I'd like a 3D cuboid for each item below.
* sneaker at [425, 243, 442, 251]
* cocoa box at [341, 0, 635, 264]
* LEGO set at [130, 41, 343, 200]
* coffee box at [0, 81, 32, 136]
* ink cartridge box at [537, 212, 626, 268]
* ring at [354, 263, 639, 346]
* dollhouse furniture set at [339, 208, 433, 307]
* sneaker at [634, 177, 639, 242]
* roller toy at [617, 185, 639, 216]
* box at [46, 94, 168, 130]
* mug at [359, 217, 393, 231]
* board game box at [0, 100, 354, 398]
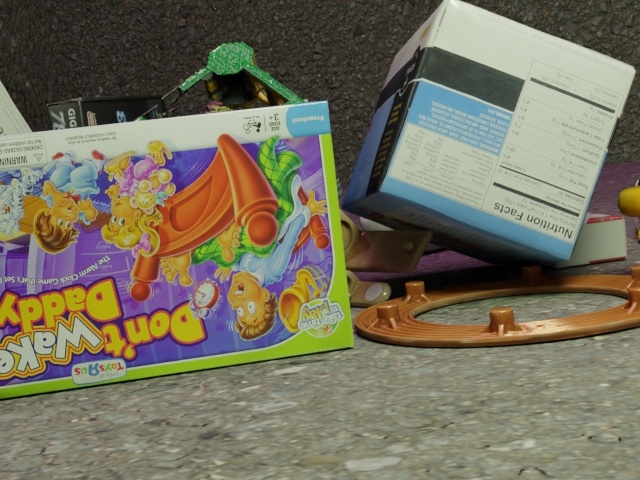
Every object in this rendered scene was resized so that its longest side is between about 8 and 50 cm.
[{"bbox_3d":[0.201,-0.018,1.845,0.075,0.057,0.161,-10,0,29],"label":"sneaker"},{"bbox_3d":[0.181,-0.110,1.430,0.232,0.227,0.347,20,-4,-5],"label":"cocoa box"},{"bbox_3d":[-0.131,-0.074,1.548,0.255,0.192,0.331,29,63,31],"label":"LEGO set"},{"bbox_3d":[-0.595,-0.105,1.734,0.334,0.337,0.338,-33,13,-14],"label":"coffee box"},{"bbox_3d":[0.319,-0.003,1.554,0.099,0.056,0.135,-7,6,-12],"label":"ink cartridge box"},{"bbox_3d":[0.200,0.058,1.212,0.337,0.032,0.336,-6,6,1],"label":"ring"},{"bbox_3d":[0.011,0.005,1.344,0.123,0.144,0.151,1,-36,49],"label":"dollhouse furniture set"},{"bbox_3d":[0.488,-0.054,1.705,0.088,0.092,0.225,-5,5,13],"label":"sneaker"},{"bbox_3d":[0.450,-0.038,1.298,0.191,0.146,0.209,-11,6,-40],"label":"roller toy"},{"bbox_3d":[-0.329,-0.092,2.000,0.073,0.295,0.293,-6,4,19],"label":"box"},{"bbox_3d":[0.226,-0.127,2.097,0.374,0.276,0.328,-36,11,6],"label":"mug"},{"bbox_3d":[-0.155,0.005,1.118,0.347,0.233,0.078,-8,5,-10],"label":"board game box"}]
